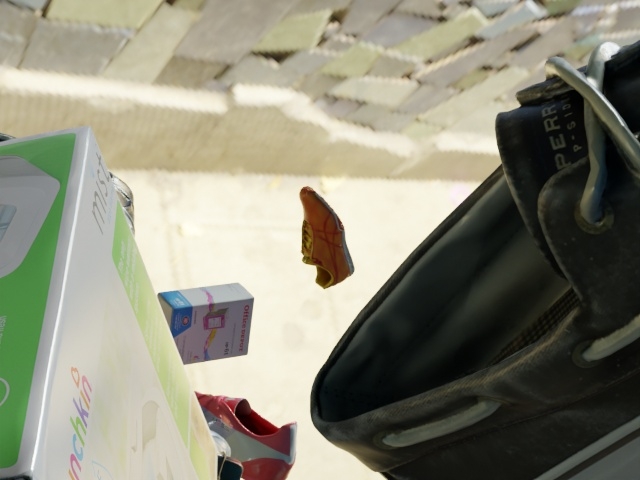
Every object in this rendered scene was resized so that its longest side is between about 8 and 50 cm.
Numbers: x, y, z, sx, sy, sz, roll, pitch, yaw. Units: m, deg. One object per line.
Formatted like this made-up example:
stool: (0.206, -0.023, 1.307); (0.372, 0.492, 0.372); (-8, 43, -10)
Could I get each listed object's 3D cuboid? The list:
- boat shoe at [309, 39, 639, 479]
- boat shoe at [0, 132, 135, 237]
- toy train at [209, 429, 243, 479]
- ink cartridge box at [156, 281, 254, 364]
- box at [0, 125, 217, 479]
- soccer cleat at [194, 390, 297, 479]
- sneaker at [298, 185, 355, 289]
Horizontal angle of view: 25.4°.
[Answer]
boat shoe: (0.107, -0.005, 0.450); (0.119, 0.335, 0.121); (22, 38, -20)
boat shoe: (-0.304, -0.057, 1.209); (0.306, 0.113, 0.105); (12, 39, -14)
toy train: (-0.166, 0.345, 1.424); (0.142, 0.190, 0.333); (16, 94, -5)
ink cartridge box: (-0.153, 0.110, 1.864); (0.122, 0.088, 0.052); (-8, 27, -32)
box: (-0.140, 0.114, 0.666); (0.127, 0.231, 0.262); (-12, 32, 5)
soccer cleat: (-0.136, 0.211, 1.688); (0.248, 0.095, 0.083); (24, 17, 23)
sneaker: (0.000, 0.000, 2.029); (0.067, 0.064, 0.175); (-32, 125, -18)
